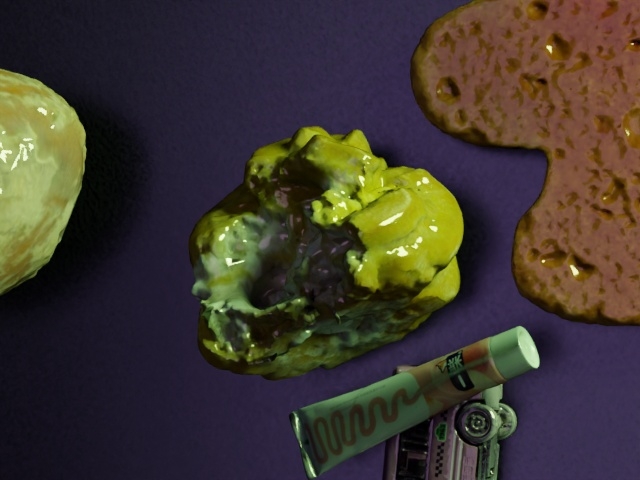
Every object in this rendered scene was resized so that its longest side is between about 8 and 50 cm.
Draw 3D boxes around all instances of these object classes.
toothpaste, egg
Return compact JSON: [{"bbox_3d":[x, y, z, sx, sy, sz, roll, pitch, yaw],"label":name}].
[{"bbox_3d":[0.068,0.119,1.247,0.205,0.036,0.056,-27,67,23],"label":"toothpaste"},{"bbox_3d":[-0.304,-0.044,1.333,0.245,0.203,0.203,-29,82,12],"label":"egg"}]

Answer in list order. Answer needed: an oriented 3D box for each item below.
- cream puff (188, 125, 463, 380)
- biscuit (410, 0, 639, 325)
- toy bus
[{"bbox_3d":[0.003,0.001,1.283,0.221,0.194,0.195,-28,82,23],"label":"cream puff"},{"bbox_3d":[0.207,-0.065,1.289,0.262,0.052,0.277,-6,88,18],"label":"biscuit"},{"bbox_3d":[0.095,0.187,1.290,0.098,0.087,0.178,4,86,18],"label":"toy bus"}]
